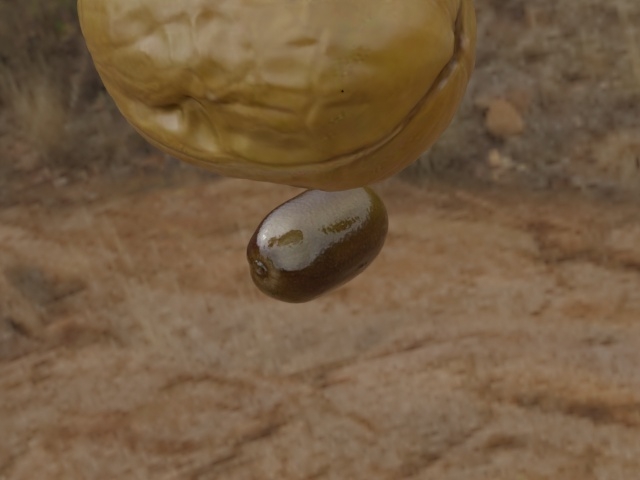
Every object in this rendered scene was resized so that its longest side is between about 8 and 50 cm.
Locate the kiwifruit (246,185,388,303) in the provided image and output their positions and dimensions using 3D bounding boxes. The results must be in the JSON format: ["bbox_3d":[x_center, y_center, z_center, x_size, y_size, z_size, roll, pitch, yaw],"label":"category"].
[{"bbox_3d":[0.000,0.000,1.116,0.075,0.075,0.124,14,28,34],"label":"kiwifruit"}]

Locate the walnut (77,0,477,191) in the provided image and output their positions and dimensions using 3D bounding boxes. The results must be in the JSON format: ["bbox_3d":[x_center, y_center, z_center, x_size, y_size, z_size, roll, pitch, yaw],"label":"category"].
[{"bbox_3d":[-0.023,-0.119,0.874,0.225,0.193,0.193,7,41,36],"label":"walnut"}]
